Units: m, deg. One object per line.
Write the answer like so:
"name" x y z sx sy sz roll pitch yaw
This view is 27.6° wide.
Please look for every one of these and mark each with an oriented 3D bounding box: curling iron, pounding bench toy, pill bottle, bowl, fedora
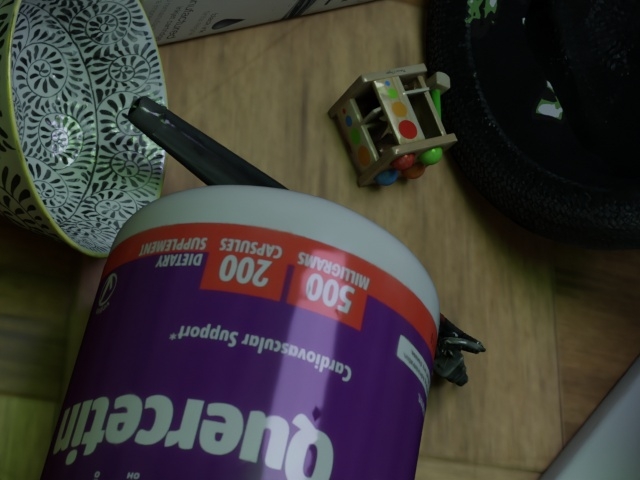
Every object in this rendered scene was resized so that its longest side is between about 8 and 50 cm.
"curling iron" 0.000 0.000 0.774 0.274 0.068 0.035 40 90 -18
"pounding bench toy" 0.061 -0.076 0.864 0.083 0.052 0.065 -15 75 -31
"pill bottle" -0.050 0.146 0.629 0.181 0.181 0.323 21 59 -17
"bowl" -0.157 -0.074 0.720 0.080 0.170 0.170 -3 61 20
"fedora" 0.233 -0.144 0.895 0.152 0.334 0.334 25 52 -54

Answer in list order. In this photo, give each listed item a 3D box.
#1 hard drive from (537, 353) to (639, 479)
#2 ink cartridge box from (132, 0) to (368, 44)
"hard drive" 0.207 0.243 0.796 0.233 0.047 0.353 48 56 0
"ink cartridge box" -0.021 -0.219 0.816 0.237 0.172 0.100 -18 77 -32
